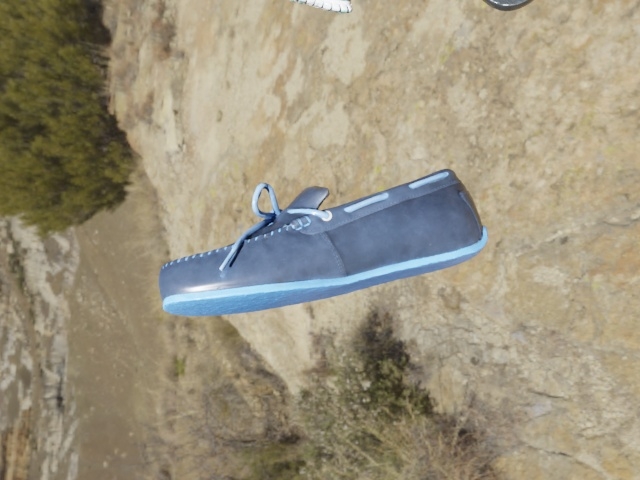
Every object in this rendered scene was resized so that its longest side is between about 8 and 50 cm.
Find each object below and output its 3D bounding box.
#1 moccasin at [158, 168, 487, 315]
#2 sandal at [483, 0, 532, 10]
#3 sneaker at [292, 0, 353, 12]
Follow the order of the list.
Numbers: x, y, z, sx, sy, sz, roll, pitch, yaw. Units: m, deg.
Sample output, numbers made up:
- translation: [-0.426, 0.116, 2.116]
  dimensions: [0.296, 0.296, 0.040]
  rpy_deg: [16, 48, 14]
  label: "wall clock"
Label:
- translation: [0.000, 0.000, 0.619]
  dimensions: [0.137, 0.342, 0.116]
  rpy_deg: [131, 127, -70]
  label: "moccasin"
- translation: [0.329, -0.556, 0.820]
  dimensions: [0.445, 0.168, 0.107]
  rpy_deg: [-67, -13, 8]
  label: "sandal"
- translation: [-0.014, -0.484, 1.099]
  dimensions: [0.065, 0.167, 0.076]
  rpy_deg: [-128, 48, -65]
  label: "sneaker"
